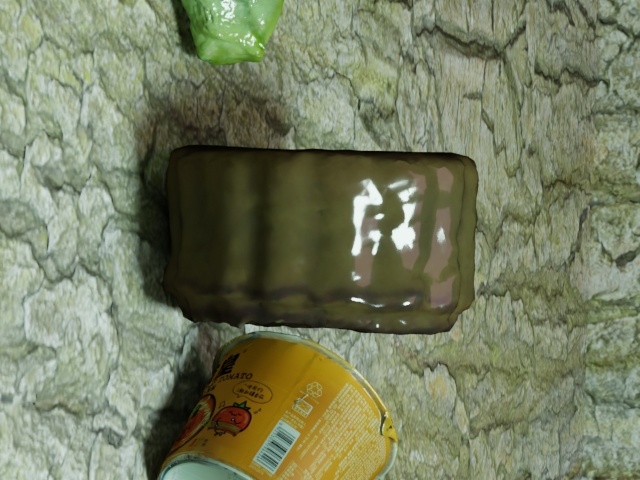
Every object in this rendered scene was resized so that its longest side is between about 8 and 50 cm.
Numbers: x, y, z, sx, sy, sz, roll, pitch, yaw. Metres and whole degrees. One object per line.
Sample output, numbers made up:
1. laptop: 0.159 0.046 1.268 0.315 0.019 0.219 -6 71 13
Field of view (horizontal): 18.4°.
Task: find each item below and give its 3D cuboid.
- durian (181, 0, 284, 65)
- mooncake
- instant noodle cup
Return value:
1. durian: -0.094 -0.301 1.986 0.139 0.101 0.250 -24 112 -63
2. mooncake: 0.001 -0.001 1.952 0.324 0.324 0.187 1 91 -66
3. instant noodle cup: -0.053 0.222 1.974 0.172 0.216 0.216 -53 137 -41
